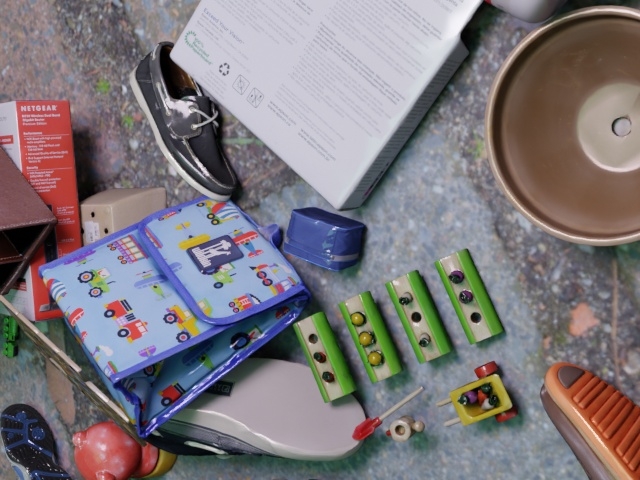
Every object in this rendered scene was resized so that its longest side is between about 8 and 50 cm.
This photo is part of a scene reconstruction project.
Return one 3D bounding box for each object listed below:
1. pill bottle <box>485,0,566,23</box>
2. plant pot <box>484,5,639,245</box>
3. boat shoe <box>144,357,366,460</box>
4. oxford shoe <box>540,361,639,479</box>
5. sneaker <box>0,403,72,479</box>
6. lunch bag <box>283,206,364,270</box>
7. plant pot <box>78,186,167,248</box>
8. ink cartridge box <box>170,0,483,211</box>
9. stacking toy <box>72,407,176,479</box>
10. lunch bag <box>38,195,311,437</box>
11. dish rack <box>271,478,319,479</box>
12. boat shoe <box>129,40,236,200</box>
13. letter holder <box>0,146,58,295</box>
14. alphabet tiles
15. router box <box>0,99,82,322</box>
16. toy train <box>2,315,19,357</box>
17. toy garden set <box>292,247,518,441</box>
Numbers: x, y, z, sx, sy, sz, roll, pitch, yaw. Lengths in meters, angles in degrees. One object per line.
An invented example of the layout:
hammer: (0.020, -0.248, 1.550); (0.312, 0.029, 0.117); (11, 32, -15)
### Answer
pill bottle: (0.104, -0.409, 0.972); (0.408, 0.229, 0.229); (32, 112, 12)
plant pot: (0.299, -0.118, 0.998); (0.237, 0.110, 0.237); (5, 100, 31)
boat shoe: (-0.105, 0.238, 1.303); (0.341, 0.127, 0.158); (15, 146, 11)
oxford shoe: (0.334, 0.298, 1.025); (0.133, 0.130, 0.363); (-44, 73, 34)
sneaker: (-0.460, 0.359, 1.542); (0.211, 0.080, 0.081); (60, 141, 22)
lunch bag: (0.000, 0.000, 1.220); (0.098, 0.067, 0.065); (20, 106, 29)
plant pot: (-0.289, -0.018, 1.378); (0.109, 0.096, 0.109); (0, 97, 31)
ink cartridge box: (0.011, -0.262, 1.180); (0.324, 0.071, 0.330); (44, 113, 19)
stacking toy: (-0.265, 0.422, 1.403); (0.309, 0.130, 0.279); (41, 115, 21)
lunch bag: (-0.169, 0.069, 1.240); (0.221, 0.293, 0.138); (45, 158, 36)
dish rack: (-0.114, 0.410, 1.257); (0.074, 0.272, 0.208); (-143, 58, -70)
boat shoe: (-0.176, -0.159, 1.297); (0.079, 0.084, 0.233); (-38, 74, 32)
letter holder: (-0.527, -0.073, 1.231); (0.302, 0.214, 0.152); (49, 116, 16)
alphabet tiles: (-0.327, 0.185, 1.302); (0.237, 0.009, 0.198); (37, 159, 18)
router box: (-0.469, -0.047, 1.434); (0.335, 0.082, 0.301); (4, 99, 50)
toy train: (-0.504, 0.151, 1.579); (0.024, 0.017, 0.083); (11, 102, 20)
toy garden set: (0.103, 0.150, 1.161); (0.244, 0.049, 0.203); (-26, 82, 20)
